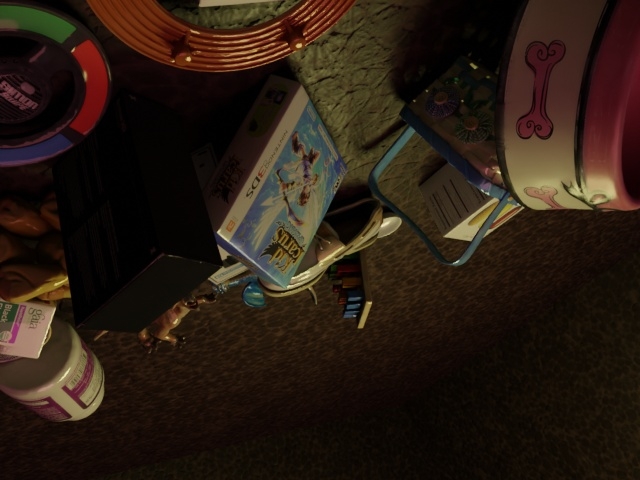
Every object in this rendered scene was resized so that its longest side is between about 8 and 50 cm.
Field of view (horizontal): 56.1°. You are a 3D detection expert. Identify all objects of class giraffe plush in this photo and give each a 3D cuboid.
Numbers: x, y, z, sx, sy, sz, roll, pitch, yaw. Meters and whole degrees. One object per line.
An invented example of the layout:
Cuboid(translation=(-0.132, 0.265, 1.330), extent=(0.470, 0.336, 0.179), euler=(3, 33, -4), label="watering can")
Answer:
Cuboid(translation=(-0.403, 0.034, 0.937), extent=(0.210, 0.182, 0.170), euler=(8, 156, -17), label="giraffe plush")

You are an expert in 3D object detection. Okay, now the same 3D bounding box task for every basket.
Cuboid(translation=(0.226, -0.138, 1.002), extent=(0.201, 0.255, 0.289), euler=(7, 123, -46), label="basket")

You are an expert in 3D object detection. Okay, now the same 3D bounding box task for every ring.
Cuboid(translation=(-0.076, -0.294, 0.608), extent=(0.336, 0.032, 0.337), euler=(-17, 154, -9), label="ring")

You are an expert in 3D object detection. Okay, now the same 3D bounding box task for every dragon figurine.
Cuboid(translation=(-0.130, 0.090, 1.323), extent=(0.144, 0.085, 0.289), euler=(-29, 148, 18), label="dragon figurine")

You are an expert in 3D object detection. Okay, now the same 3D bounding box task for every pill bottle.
Cuboid(translation=(-0.559, 0.284, 1.270), extent=(0.169, 0.169, 0.302), euler=(-16, 153, -13), label="pill bottle")

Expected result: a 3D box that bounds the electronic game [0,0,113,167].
Cuboid(translation=(-0.352, -0.171, 0.680), extent=(0.229, 0.048, 0.229), euler=(-24, 149, -16), label="electronic game")

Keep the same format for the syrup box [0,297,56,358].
Cuboid(translation=(-0.549, 0.107, 0.935), extent=(0.236, 0.096, 0.093), euler=(18, 97, -32), label="syrup box")

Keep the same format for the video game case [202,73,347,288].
Cuboid(translation=(-0.065, -0.076, 0.937), extent=(0.244, 0.061, 0.269), euler=(-62, 154, -11), label="video game case")

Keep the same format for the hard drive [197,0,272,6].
Cuboid(translation=(0.041, -0.371, 0.642), extent=(0.352, 0.047, 0.233), euler=(-13, 152, -19), label="hard drive")

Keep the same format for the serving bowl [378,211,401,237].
Cuboid(translation=(0.139, -0.039, 1.354), extent=(0.083, 0.027, 0.083), euler=(-17, 154, -9), label="serving bowl")

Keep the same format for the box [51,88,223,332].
Cuboid(translation=(-0.252, -0.036, 0.799), extent=(0.184, 0.261, 0.103), euler=(-37, 149, 29), label="box")

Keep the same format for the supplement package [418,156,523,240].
Cuboid(translation=(0.352, -0.121, 1.245), extent=(0.139, 0.134, 0.244), euler=(6, 142, -43), label="supplement package")

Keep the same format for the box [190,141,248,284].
Cuboid(translation=(-0.188, -0.034, 1.050), extent=(0.169, 0.087, 0.290), euler=(-25, 153, 5), label="box")

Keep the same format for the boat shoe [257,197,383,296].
Cuboid(translation=(0.000, 0.000, 1.206), extent=(0.302, 0.113, 0.103), euler=(-33, 156, -27), label="boat shoe")

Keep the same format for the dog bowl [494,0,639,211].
Cuboid(translation=(0.415, -0.223, 0.837), extent=(0.408, 0.150, 0.408), euler=(-20, 120, -39), label="dog bowl")

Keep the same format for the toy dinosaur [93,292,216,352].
Cuboid(translation=(-0.341, 0.117, 1.185), extent=(0.295, 0.127, 0.200), euler=(-10, 141, 17), label="toy dinosaur")

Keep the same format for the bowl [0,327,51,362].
Cuboid(translation=(-0.581, 0.144, 1.081), extent=(0.170, 0.080, 0.170), euler=(-17, 146, -12), label="bowl")

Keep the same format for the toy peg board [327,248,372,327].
Cuboid(translation=(0.066, 0.110, 1.448), extent=(0.079, 0.161, 0.161), euler=(-2, 151, -5), label="toy peg board")
